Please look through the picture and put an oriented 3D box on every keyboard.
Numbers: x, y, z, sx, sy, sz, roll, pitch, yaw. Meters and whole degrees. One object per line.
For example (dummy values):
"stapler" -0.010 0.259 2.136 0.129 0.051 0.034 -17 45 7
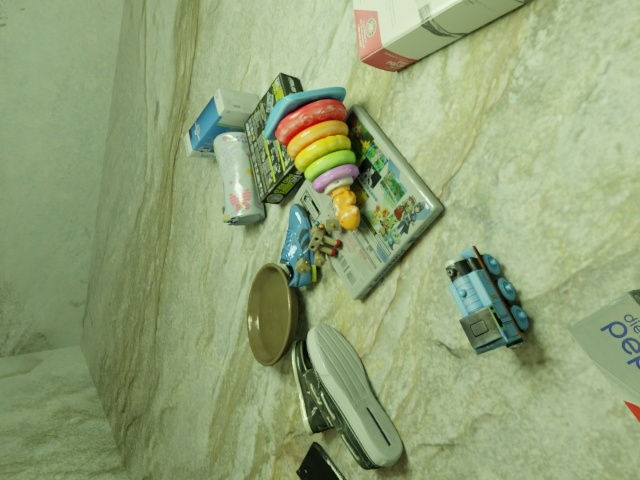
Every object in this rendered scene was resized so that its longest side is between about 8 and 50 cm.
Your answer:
"keyboard" 0.041 0.672 1.095 0.317 0.033 0.201 42 115 41

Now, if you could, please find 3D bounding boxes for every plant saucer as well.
"plant saucer" -0.133 0.200 1.235 0.278 0.041 0.277 -18 69 56

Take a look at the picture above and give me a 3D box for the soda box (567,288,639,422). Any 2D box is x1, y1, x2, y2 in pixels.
"soda box" 0.453 0.202 0.556 0.098 0.091 0.286 -51 55 38

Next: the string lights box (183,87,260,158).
"string lights box" -0.299 -0.343 1.373 0.260 0.134 0.076 -32 68 44

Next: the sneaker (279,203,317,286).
"sneaker" -0.064 0.014 1.129 0.069 0.082 0.209 -173 74 -71

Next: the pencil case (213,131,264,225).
"pencil case" -0.241 -0.178 1.326 0.124 0.113 0.272 -13 80 26

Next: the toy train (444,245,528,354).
"toy train" 0.270 0.096 0.752 0.080 0.105 0.184 -41 62 42

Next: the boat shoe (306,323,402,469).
"boat shoe" 0.045 0.351 1.008 0.119 0.121 0.335 -47 59 34

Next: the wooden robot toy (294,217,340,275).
"wooden robot toy" 0.000 0.000 1.057 0.079 0.076 0.173 -87 21 -58

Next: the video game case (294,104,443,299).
"video game case" 0.083 -0.085 1.017 0.300 0.036 0.328 -54 52 35

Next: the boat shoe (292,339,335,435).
"boat shoe" -0.018 0.359 1.136 0.079 0.084 0.232 -20 64 9

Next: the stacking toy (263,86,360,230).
"stacking toy" 0.018 -0.161 0.966 0.301 0.166 0.175 67 151 9

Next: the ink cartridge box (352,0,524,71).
"ink cartridge box" 0.195 -0.462 0.809 0.283 0.117 0.207 -10 83 49

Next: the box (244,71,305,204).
"box" -0.109 -0.263 1.190 0.216 0.060 0.269 -40 56 43
